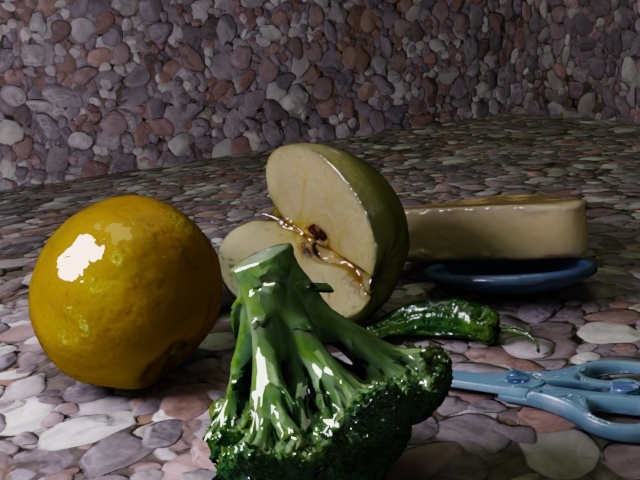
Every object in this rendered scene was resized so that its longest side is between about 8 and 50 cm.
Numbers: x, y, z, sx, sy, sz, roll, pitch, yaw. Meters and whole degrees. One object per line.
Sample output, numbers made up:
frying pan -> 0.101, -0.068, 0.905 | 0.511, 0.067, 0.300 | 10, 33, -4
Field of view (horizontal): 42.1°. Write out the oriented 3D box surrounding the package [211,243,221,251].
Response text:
package -> -0.215, 0.036, 1.748 | 0.173, 0.027, 0.171 | -1, 15, 29

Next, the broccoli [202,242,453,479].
broccoli -> -0.006, 0.132, 0.839 | 0.269, 0.269, 0.254 | -10, -2, -21

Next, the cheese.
cheese -> 0.335, -0.029, 1.615 | 0.383, 0.104, 0.384 | -5, 6, 0

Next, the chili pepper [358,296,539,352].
chili pepper -> 0.174, 0.123, 1.224 | 0.278, 0.065, 0.122 | -4, 23, 9

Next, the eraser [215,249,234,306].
eraser -> -0.214, 0.077, 1.485 | 0.174, 0.081, 0.227 | 8, 20, 43

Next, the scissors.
scissors -> 0.261, 0.179, 1.036 | 0.392, 0.032, 0.180 | 3, 16, 28

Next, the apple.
apple -> 0.006, 0.007, 1.313 | 0.257, 0.295, 0.233 | 29, 7, 26

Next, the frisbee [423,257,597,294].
frisbee -> 0.319, 0.065, 1.410 | 0.289, 0.049, 0.289 | -3, 4, 0

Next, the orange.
orange -> -0.264, 0.076, 1.160 | 0.235, 0.279, 0.279 | 35, 31, 20
